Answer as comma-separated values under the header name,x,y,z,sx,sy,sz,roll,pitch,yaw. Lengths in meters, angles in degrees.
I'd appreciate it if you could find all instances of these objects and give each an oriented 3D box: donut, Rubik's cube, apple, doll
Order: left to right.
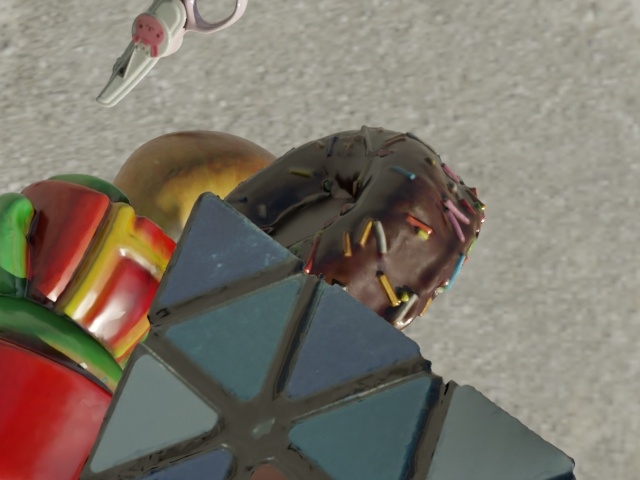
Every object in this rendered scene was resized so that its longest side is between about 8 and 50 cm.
name,x,y,z,sx,sy,sz,roll,pitch,yaw
doll,-0.210,0.128,1.047,0.363,0.160,0.182,-60,141,-20
apple,-0.105,0.001,1.514,0.210,0.173,0.235,-22,113,-9
Rubik's cube,-0.016,0.181,0.807,0.250,0.284,0.234,-46,140,-17
donut,0.000,0.000,1.143,0.235,0.235,0.089,-47,119,-27

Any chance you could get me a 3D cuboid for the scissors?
name,x,y,z,sx,sy,sz,roll,pitch,yaw
scissors,-0.171,-0.223,1.679,0.118,0.242,0.030,48,35,8
